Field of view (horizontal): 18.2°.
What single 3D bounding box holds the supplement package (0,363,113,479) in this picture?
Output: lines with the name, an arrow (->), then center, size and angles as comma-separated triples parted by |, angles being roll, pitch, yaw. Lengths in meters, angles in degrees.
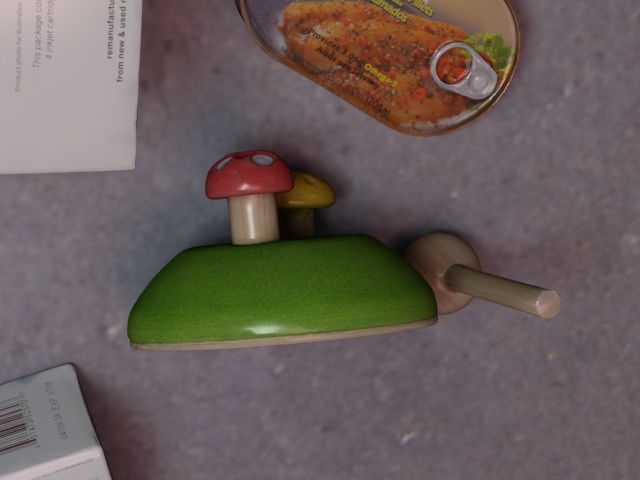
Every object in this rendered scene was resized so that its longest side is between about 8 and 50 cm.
supplement package -> -0.170, 0.187, 1.233 | 0.105, 0.105, 0.179 | -18, 120, -9

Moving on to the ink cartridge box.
ink cartridge box -> -0.217, -0.136, 0.990 | 0.233, 0.171, 0.168 | -3, 116, -16

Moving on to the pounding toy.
pounding toy -> 0.000, 0.000, 1.180 | 0.237, 0.183, 0.110 | -5, 91, -16

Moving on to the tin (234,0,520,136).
tin -> 0.033, -0.135, 1.178 | 0.190, 0.040, 0.106 | 30, 108, -28
